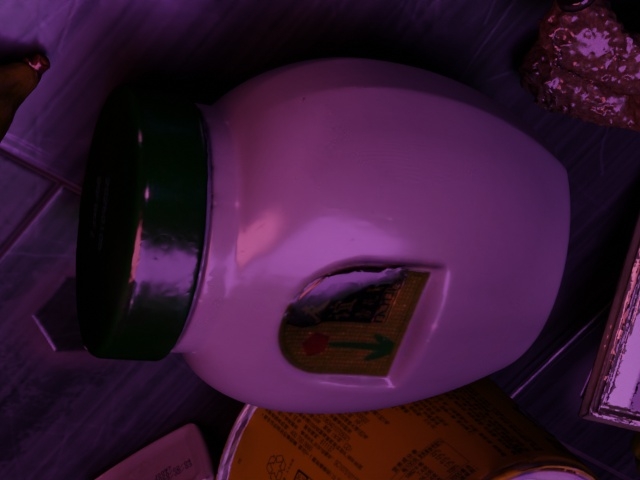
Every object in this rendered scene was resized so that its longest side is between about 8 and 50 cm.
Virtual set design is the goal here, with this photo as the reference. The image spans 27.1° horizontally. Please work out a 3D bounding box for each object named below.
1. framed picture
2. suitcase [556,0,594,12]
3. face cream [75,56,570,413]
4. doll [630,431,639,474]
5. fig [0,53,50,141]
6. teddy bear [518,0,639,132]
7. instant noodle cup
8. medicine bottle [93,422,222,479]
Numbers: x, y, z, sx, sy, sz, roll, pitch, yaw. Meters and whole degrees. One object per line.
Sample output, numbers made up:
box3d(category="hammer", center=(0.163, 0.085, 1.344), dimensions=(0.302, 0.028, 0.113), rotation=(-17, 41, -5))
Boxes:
box3d(category="framed picture", center=(0.396, 0.062, 1.276), dimensions=(0.231, 0.018, 0.293), rotation=(13, 101, -4))
box3d(category="suitcase", center=(0.302, -0.367, 0.903), dimensions=(0.434, 0.194, 0.283), rotation=(-34, 131, 5))
box3d(category="face cream", center=(0.000, 0.000, 1.058), dimensions=(0.357, 0.219, 0.312), rotation=(6, 126, -21))
box3d(category="doll", center=(0.467, 0.112, 1.361), dimensions=(0.341, 0.099, 0.346), rotation=(9, 109, -13))
box3d(category="fig", center=(-0.294, -0.088, 0.969), dimensions=(0.127, 0.185, 0.133), rotation=(28, 156, -6))
box3d(category="teddy bear", center=(0.294, -0.145, 1.115), dimensions=(0.251, 0.129, 0.182), rotation=(-15, 167, -14))
box3d(category="instant noodle cup", center=(0.100, 0.258, 1.218), dimensions=(0.326, 0.254, 0.325), rotation=(-12, 113, -29))
box3d(category="medicine bottle", center=(-0.125, 0.284, 1.322), dimensions=(0.132, 0.088, 0.188), rotation=(-32, 130, 3))
